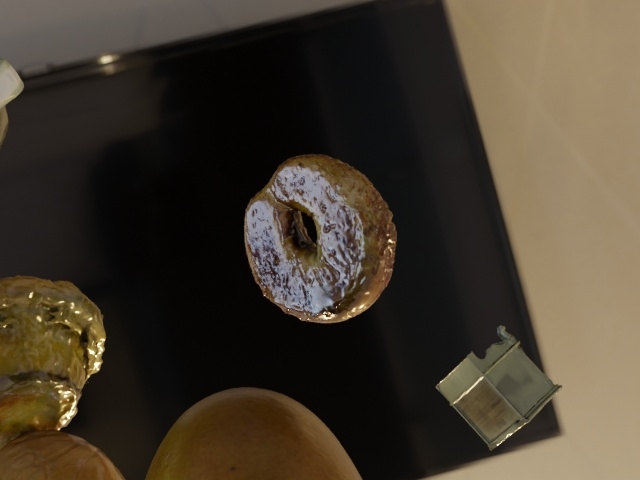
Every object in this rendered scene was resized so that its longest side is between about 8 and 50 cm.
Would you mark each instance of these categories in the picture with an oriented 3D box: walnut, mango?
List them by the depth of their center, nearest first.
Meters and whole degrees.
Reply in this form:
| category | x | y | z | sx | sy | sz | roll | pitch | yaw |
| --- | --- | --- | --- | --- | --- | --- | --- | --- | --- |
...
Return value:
| category | x | y | z | sx | sy | sz | roll | pitch | yaw |
| --- | --- | --- | --- | --- | --- | --- | --- | --- | --- |
| mango | -0.053 | 0.273 | 1.202 | 0.221 | 0.264 | 0.378 | -29 | -163 | 9 |
| walnut | -0.315 | 0.320 | 1.412 | 0.221 | 0.195 | 0.195 | -45 | -172 | -12 |

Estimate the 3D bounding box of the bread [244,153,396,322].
| category | x | y | z | sx | sy | sz | roll | pitch | yaw |
| --- | --- | --- | --- | --- | --- | --- | --- | --- | --- |
| bread | 0.000 | 0.000 | 1.355 | 0.193 | 0.193 | 0.064 | -14 | -179 | 39 |

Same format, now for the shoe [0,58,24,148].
| category | x | y | z | sx | sy | sz | roll | pitch | yaw |
| --- | --- | --- | --- | --- | --- | --- | --- | --- | --- |
| shoe | -0.271 | -0.044 | 0.666 | 0.316 | 0.124 | 0.159 | 1 | -139 | 38 |

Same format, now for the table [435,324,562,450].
| category | x | y | z | sx | sy | sz | roll | pitch | yaw |
| --- | --- | --- | --- | --- | --- | --- | --- | --- | --- |
| table | 0.170 | 0.140 | 1.225 | 0.062 | 0.083 | 0.079 | -36 | 169 | -36 |

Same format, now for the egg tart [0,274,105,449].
| category | x | y | z | sx | sy | sz | roll | pitch | yaw |
| --- | --- | --- | --- | --- | --- | --- | --- | --- | --- |
| egg tart | -0.369 | 0.164 | 1.445 | 0.294 | 0.123 | 0.294 | -22 | 146 | -16 |
